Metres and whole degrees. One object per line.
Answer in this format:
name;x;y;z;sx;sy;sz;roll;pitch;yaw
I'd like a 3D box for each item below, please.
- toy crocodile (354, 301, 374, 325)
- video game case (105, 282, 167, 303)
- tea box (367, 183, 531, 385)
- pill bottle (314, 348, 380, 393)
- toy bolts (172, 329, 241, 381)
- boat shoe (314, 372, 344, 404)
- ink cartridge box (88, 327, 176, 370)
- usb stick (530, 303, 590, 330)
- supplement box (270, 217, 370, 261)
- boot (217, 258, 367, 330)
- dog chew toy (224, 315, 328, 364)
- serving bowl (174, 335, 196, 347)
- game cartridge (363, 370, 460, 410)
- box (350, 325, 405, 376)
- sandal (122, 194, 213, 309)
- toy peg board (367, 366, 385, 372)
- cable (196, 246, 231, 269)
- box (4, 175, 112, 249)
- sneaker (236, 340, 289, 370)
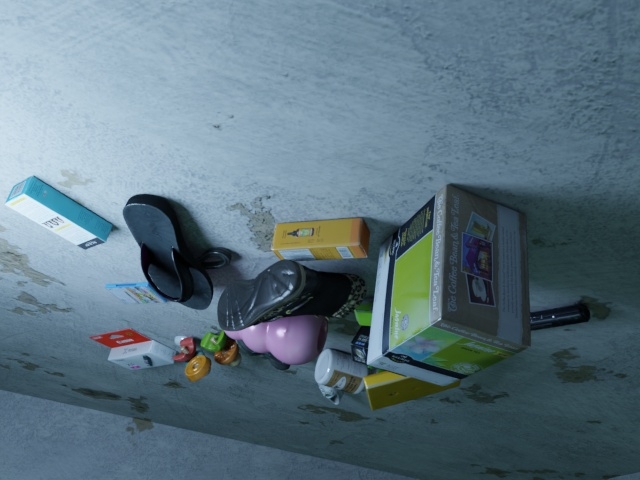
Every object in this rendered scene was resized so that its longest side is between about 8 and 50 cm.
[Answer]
toy crocodile;0.263;0.215;1.810;0.341;0.105;0.115;-1;132;22
video game case;-0.604;0.174;2.043;0.166;0.015;0.119;-4;146;21
tea box;0.283;0.112;1.406;0.220;0.328;0.323;19;148;-14
pill bottle;0.107;0.482;2.249;0.229;0.131;0.131;20;147;-18
toy bolts;-0.416;0.453;2.264;0.229;0.218;0.158;-11;129;34
boat shoe;0.041;0.596;2.506;0.083;0.075;0.226;-9;145;26
ink cartridge box;-0.752;0.437;2.471;0.275;0.060;0.239;-15;143;34
usb stick;0.625;0.229;1.782;0.278;0.045;0.077;-17;147;36
supplement box;0.000;0.000;1.541;0.234;0.078;0.080;-2;151;19
boot;-0.084;0.164;1.708;0.284;0.138;0.377;10;149;-40
dog chew toy;-0.150;0.260;1.900;0.332;0.206;0.206;9;150;16
serving bowl;-0.515;0.390;2.361;0.084;0.027;0.083;6;150;4
game cartridge;0.310;0.468;2.067;0.324;0.052;0.285;-16;150;-1
box;0.202;0.312;1.877;0.180;0.147;0.077;12;130;26
sandal;-0.420;0.067;1.671;0.168;0.107;0.445;0;138;15
toy peg board;0.234;0.404;2.075;0.161;0.079;0.160;19;164;6
cable;-0.366;0.072;1.803;0.139;0.072;0.287;39;128;-14
box;-0.678;-0.067;1.623;0.101;0.060;0.244;-16;141;35
sneaker;-0.184;0.362;2.190;0.106;0.101;0.267;-39;127;24
